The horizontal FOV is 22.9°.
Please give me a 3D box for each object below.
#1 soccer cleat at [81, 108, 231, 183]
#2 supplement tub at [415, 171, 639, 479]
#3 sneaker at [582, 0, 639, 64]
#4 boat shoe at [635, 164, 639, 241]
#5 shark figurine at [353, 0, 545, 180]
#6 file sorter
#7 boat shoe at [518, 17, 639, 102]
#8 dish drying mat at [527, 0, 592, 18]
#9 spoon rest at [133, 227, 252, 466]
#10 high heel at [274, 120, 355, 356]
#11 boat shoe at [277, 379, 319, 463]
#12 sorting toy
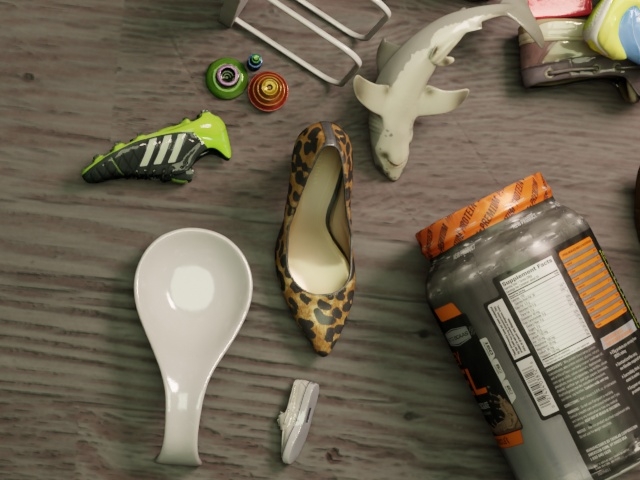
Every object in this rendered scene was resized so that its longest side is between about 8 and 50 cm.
[{"bbox_3d":[-0.190,-0.094,1.848,0.179,0.060,0.072,-22,88,-11],"label":"soccer cleat"},{"bbox_3d":[0.254,0.107,1.800,0.207,0.207,0.338,-26,87,-8],"label":"supplement tub"},{"bbox_3d":[0.412,-0.300,1.829,0.126,0.091,0.240,34,93,0],"label":"sneaker"},{"bbox_3d":[0.453,0.029,1.890,0.089,0.104,0.285,-18,97,-12],"label":"boat shoe"},{"bbox_3d":[0.122,-0.222,1.853,0.278,0.116,0.166,-47,129,8],"label":"shark figurine"},{"bbox_3d":[0.031,-0.345,1.832,0.173,0.193,0.278,32,82,-5],"label":"file sorter"},{"bbox_3d":[0.378,-0.211,1.904,0.285,0.103,0.092,5,89,-2],"label":"boat shoe"},{"bbox_3d":[0.293,-0.290,1.945,0.083,0.008,0.032,-5,84,-6],"label":"dish drying mat"},{"bbox_3d":[-0.151,0.122,1.818,0.137,0.084,0.276,4,85,-6],"label":"spoon rest"},{"bbox_3d":[0.000,0.000,1.793,0.093,0.186,0.261,-3,84,-6],"label":"high heel"},{"bbox_3d":[-0.033,0.211,1.849,0.035,0.035,0.100,15,86,23],"label":"boat shoe"},{"bbox_3d":[-0.085,-0.193,1.877,0.102,0.042,0.061,17,83,-4],"label":"sorting toy"}]
